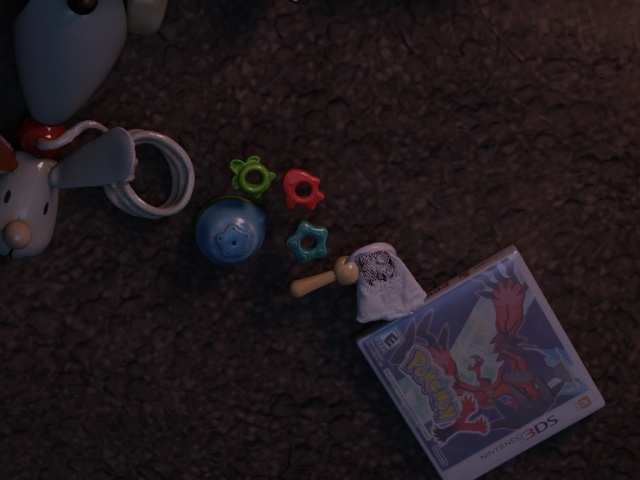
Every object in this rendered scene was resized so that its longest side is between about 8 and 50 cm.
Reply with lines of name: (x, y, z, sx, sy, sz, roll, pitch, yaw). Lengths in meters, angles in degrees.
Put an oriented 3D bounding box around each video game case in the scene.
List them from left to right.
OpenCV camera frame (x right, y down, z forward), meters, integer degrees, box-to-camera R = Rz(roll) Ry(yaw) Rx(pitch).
video game case: (0.160, 0.130, 1.985, 0.183, 0.023, 0.201, -30, 111, 5)

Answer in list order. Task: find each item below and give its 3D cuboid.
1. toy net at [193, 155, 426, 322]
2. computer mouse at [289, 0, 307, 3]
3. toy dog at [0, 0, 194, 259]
toy net: (0.000, 0.000, 1.908, 0.232, 0.045, 0.122, 22, 105, -16)
computer mouse: (0.066, -0.328, 1.788, 0.262, 0.060, 0.184, -12, 104, 1)
toy dog: (-0.228, -0.131, 1.765, 0.220, 0.161, 0.334, -7, 111, -4)
